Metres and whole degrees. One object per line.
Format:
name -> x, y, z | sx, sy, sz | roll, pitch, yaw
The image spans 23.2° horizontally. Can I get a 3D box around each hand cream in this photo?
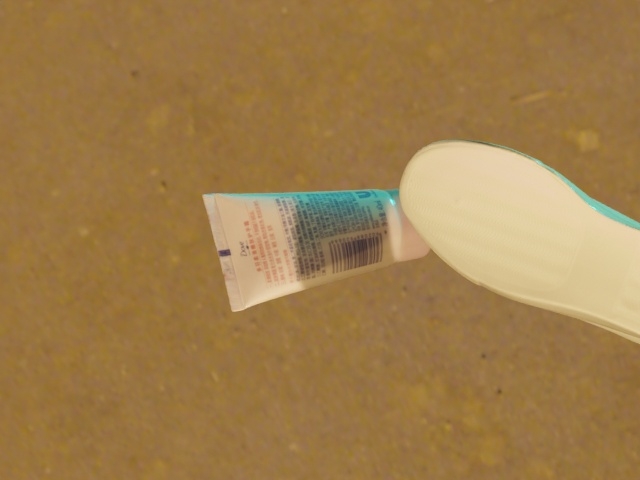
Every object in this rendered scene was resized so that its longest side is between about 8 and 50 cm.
hand cream -> 0.000, 0.000, 1.706 | 0.248, 0.083, 0.133 | -7, 71, -23

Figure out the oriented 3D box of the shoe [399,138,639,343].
shoe -> 0.181, 0.015, 1.083 | 0.265, 0.110, 0.095 | 27, 90, 19
